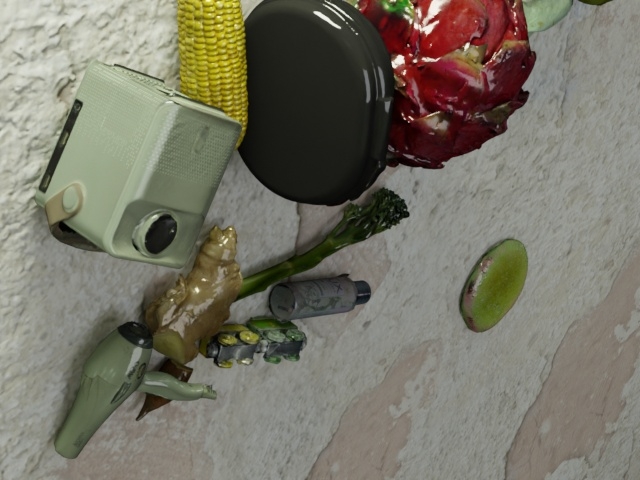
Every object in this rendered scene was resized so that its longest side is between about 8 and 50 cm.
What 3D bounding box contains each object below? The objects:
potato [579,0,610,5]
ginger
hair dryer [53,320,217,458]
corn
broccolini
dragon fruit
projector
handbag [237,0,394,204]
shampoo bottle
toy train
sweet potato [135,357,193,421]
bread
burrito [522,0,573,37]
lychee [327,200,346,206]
[{"bbox_3d":[0.526,-0.548,1.965,0.253,0.149,0.186,80,27,-50],"label":"potato"},{"bbox_3d":[-0.178,0.082,1.627,0.213,0.074,0.137,-57,144,-14],"label":"ginger"},{"bbox_3d":[-0.291,0.244,1.582,0.219,0.088,0.225,-41,135,-1],"label":"hair dryer"},{"bbox_3d":[-0.144,-0.230,1.432,0.093,0.093,0.244,-29,133,-36],"label":"corn"},{"bbox_3d":[-0.004,0.000,1.795,0.392,0.074,0.079,-24,172,-38],"label":"broccolini"},{"bbox_3d":[0.154,-0.260,1.592,0.329,0.329,0.329,-29,134,-36],"label":"dragon fruit"},{"bbox_3d":[-0.234,-0.084,1.353,0.163,0.177,0.242,16,102,-52],"label":"projector"},{"bbox_3d":[-0.010,-0.193,1.486,0.093,0.254,0.308,-36,139,-49],"label":"handbag"},{"bbox_3d":[0.005,0.097,1.856,0.214,0.072,0.072,-4,116,-48],"label":"shampoo bottle"},{"bbox_3d":[-0.111,0.165,1.759,0.202,0.081,0.060,0,113,-43],"label":"toy train"},{"bbox_3d":[-0.247,0.234,1.663,0.117,0.049,0.049,-51,143,-13],"label":"sweet potato"},{"bbox_3d":[0.387,0.103,2.350,0.228,0.033,0.228,-31,136,-35],"label":"bread"},{"bbox_3d":[0.361,-0.421,1.919,0.229,0.089,0.144,-41,126,-27],"label":"burrito"},{"bbox_3d":[0.010,-0.113,1.680,0.129,0.123,0.123,9,107,-43],"label":"lychee"}]
